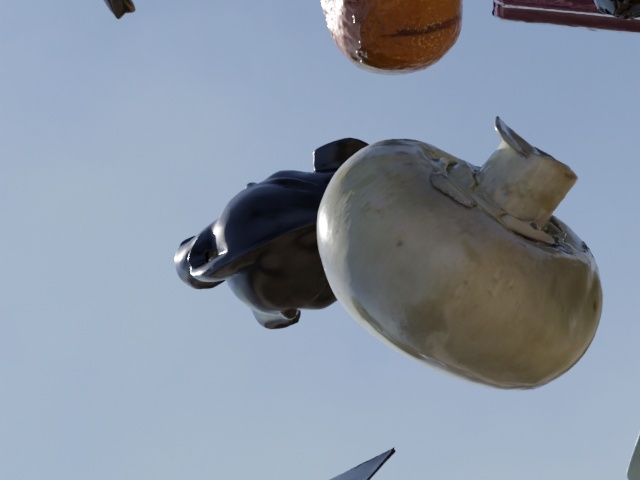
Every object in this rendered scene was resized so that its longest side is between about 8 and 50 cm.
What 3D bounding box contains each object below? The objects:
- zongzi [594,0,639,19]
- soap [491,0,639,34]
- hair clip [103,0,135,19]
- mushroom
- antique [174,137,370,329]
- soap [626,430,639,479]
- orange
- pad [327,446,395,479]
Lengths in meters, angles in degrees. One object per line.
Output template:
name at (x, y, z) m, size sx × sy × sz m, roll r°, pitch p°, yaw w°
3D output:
zongzi at (0.231, -0.285, 0.887) m, size 0.138 × 0.286 × 0.300 m, roll -24°, pitch 9°, yaw -37°
soap at (0.356, -0.318, 1.699) m, size 0.128 × 0.359 × 0.233 m, roll 6°, pitch -89°, yaw -82°
hair clip at (-0.294, -0.366, 1.900) m, size 0.084 × 0.292 × 0.106 m, roll -22°, pitch 17°, yaw 46°
mushroom at (0.121, 0.005, 1.379) m, size 0.202 × 0.246 × 0.246 m, roll -56°, pitch -24°, yaw 20°
antique at (0.000, 0.000, 2.081) m, size 0.322 × 0.185 × 0.255 m, roll -19°, pitch -10°, yaw -18°
soap at (0.395, 0.174, 1.867) m, size 0.198 × 0.066 × 0.119 m, roll -47°, pitch -27°, yaw -54°
orange at (0.087, -0.283, 2.019) m, size 0.161 × 0.193 × 0.193 m, roll -12°, pitch -23°, yaw -8°
pad at (-0.113, 0.272, 1.168) m, size 0.247 × 0.007 × 0.367 m, roll -32°, pitch 5°, yaw 37°
